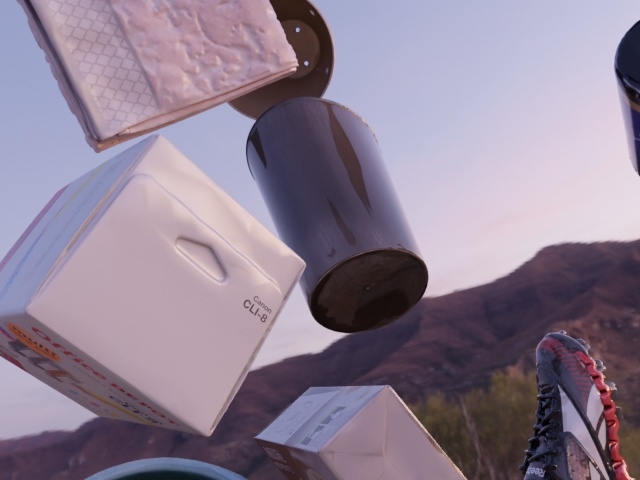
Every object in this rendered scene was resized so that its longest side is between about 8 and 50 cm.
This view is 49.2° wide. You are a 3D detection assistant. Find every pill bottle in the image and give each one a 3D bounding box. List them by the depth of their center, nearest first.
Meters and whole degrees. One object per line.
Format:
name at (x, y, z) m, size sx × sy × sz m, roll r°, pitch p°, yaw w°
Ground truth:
pill bottle at (0.370, -0.121, 0.698) m, size 0.123 × 0.122 × 0.219 m, roll -18°, pitch -35°, yaw 20°

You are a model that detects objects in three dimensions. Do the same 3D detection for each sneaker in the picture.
sneaker at (0.314, 0.254, 0.889) m, size 0.135 × 0.275 × 0.097 m, roll -7°, pitch -18°, yaw -12°

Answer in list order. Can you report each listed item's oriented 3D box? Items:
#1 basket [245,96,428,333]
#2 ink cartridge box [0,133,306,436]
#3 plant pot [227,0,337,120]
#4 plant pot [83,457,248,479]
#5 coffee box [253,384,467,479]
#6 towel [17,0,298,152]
basket at (0.023, -0.022, 0.783) m, size 0.154 × 0.226 × 0.204 m, roll -34°, pitch -45°, yaw 14°
ink cartridge box at (-0.126, 0.035, 0.451) m, size 0.128 × 0.127 × 0.176 m, roll 42°, pitch -31°, yaw -24°
plant pot at (-0.087, -0.419, 1.552) m, size 0.284 × 0.284 × 0.191 m, roll -18°, pitch 14°, yaw 20°
plant pot at (-0.173, 0.461, 0.801) m, size 0.341 × 0.341 × 0.334 m, roll -11°, pitch -29°, yaw -11°
coffee box at (0.034, 0.237, 0.748) m, size 0.098 × 0.141 × 0.246 m, roll -39°, pitch 3°, yaw -22°
towel at (-0.229, -0.324, 0.928) m, size 0.317 × 0.331 × 0.053 m, roll -29°, pitch 7°, yaw -23°
